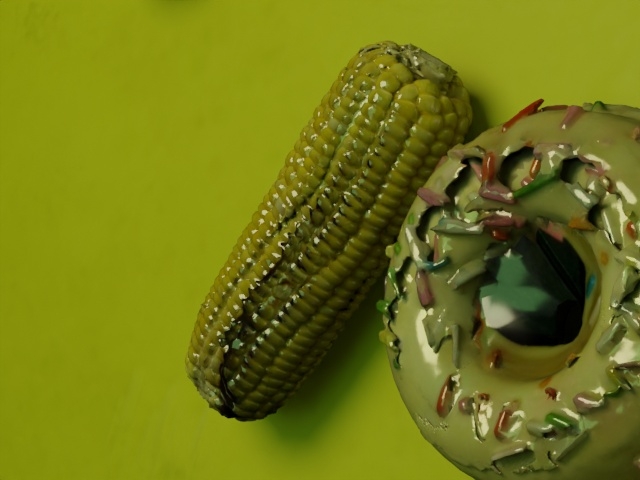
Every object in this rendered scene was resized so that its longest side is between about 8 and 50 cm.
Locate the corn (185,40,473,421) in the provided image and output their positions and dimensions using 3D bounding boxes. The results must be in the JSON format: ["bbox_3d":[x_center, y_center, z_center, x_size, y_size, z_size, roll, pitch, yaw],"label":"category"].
[{"bbox_3d":[0.000,0.000,0.640,0.072,0.072,0.203,49,116,37],"label":"corn"}]

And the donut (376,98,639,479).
[{"bbox_3d":[0.093,0.025,0.546,0.174,0.068,0.174,-10,76,43],"label":"donut"}]
